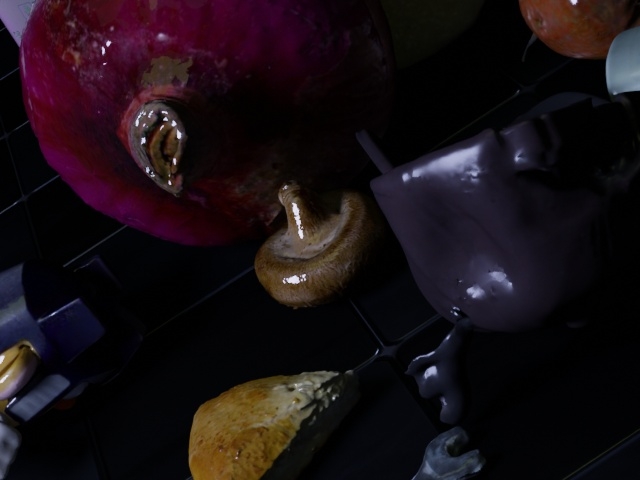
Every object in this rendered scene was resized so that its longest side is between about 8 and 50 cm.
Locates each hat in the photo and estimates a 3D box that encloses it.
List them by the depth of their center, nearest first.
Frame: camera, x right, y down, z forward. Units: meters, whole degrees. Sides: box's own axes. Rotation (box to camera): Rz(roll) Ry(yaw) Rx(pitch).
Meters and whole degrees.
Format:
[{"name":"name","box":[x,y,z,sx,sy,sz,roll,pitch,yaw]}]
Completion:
[{"name":"hat","box":[0.152,0.003,1.086,0.238,0.209,0.336,-14,7,-9]}]

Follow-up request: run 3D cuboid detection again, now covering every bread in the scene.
[{"name":"bread","box":[-0.057,0.144,1.148,0.154,0.054,0.136,-43,26,-26]}]

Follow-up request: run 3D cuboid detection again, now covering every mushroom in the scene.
[{"name":"mushroom","box":[0.001,0.005,1.283,0.126,0.085,0.109,-40,63,-20]}]

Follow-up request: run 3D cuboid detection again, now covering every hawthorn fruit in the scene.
[{"name":"hawthorn fruit","box":[0.236,-0.232,1.361,0.189,0.149,0.149,6,46,45]}]

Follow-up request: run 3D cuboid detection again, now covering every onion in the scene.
[{"name":"onion","box":[-0.108,-0.135,1.336,0.348,0.348,0.385,-25,17,14]}]

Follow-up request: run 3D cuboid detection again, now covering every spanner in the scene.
[{"name":"spanner","box":[0.017,0.213,0.994,0.254,0.015,0.054,-42,28,-18]}]

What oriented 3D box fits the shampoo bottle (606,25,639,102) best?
[{"name":"shampoo bottle","box":[0.405,-0.177,1.168,0.359,0.078,0.134,-17,26,28]}]

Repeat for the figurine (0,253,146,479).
[{"name":"figurine","box":[-0.301,0.118,1.349,0.308,0.143,0.308,-21,48,25]}]

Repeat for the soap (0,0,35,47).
[{"name":"soap","box":[-0.328,-0.325,2.045,0.138,0.199,0.182,-9,35,32]}]

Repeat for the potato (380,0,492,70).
[{"name":"potato","box":[0.021,-0.391,1.607,0.442,0.385,0.319,-6,21,22]}]
